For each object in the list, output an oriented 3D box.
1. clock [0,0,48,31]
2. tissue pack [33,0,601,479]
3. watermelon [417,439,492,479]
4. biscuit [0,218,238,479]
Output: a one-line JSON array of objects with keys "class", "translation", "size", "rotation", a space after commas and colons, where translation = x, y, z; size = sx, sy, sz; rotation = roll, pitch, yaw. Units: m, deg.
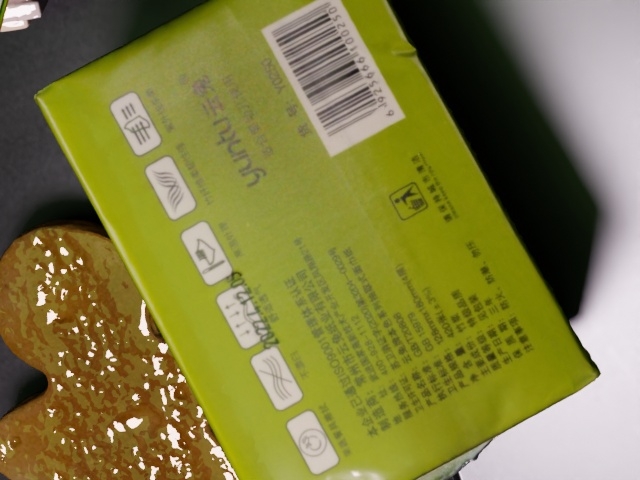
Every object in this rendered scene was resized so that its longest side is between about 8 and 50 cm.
[{"class": "clock", "translation": [-0.201, -0.257, 0.900], "size": [0.166, 0.235, 0.309], "rotation": [-8, 112, 2]}, {"class": "tissue pack", "translation": [0.000, 0.000, 0.902], "size": [0.200, 0.167, 0.274], "rotation": [-29, 88, 2]}, {"class": "watermelon", "translation": [0.027, 0.100, 1.013], "size": [0.187, 0.071, 0.139], "rotation": [-23, 81, 2]}, {"class": "biscuit", "translation": [-0.121, 0.124, 1.067], "size": [0.197, 0.049, 0.301], "rotation": [-23, 98, 10]}]
